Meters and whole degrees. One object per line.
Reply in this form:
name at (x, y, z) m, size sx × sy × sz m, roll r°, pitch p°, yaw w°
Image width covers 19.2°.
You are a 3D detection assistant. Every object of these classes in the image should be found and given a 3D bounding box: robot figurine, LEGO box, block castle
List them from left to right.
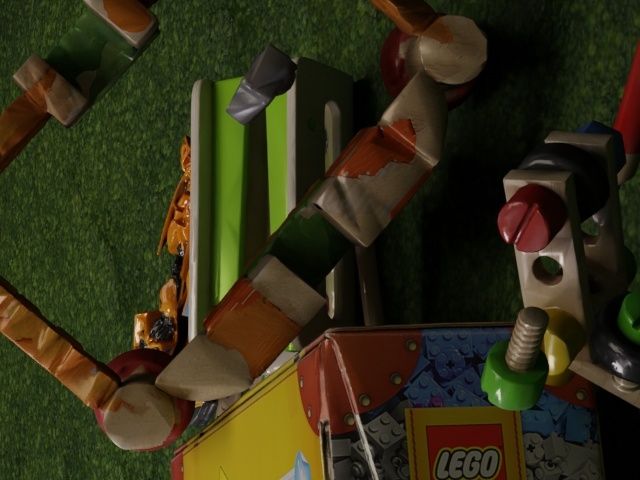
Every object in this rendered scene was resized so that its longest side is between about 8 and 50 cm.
robot figurine at (-0.129, 0.046, 1.976) m, size 0.211 × 0.085 × 0.291 m, roll -121°, pitch 43°, yaw -59°
block castle at (-0.098, -0.074, 1.517) m, size 0.453 × 0.303 × 0.213 m, roll -50°, pitch 3°, yaw -2°
LEGO box at (0.036, 0.296, 1.417) m, size 0.500 × 0.193 × 0.372 m, roll 137°, pitch 131°, yaw -68°

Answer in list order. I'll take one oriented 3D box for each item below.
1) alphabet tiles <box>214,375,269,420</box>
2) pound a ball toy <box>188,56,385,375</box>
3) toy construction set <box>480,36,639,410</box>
alphabet tiles at (-0.073, 0.237, 1.940) m, size 0.198 × 0.009 × 0.237 m, roll 42°, pitch 124°, yaw 57°
pound a ball toy at (0.000, 0.000, 1.722) m, size 0.208 × 0.135 × 0.319 m, roll -10°, pitch 75°, yaw 34°
toy construction set at (0.214, 0.050, 1.194) m, size 0.309 × 0.257 × 0.237 m, roll -86°, pitch 5°, yaw -48°
